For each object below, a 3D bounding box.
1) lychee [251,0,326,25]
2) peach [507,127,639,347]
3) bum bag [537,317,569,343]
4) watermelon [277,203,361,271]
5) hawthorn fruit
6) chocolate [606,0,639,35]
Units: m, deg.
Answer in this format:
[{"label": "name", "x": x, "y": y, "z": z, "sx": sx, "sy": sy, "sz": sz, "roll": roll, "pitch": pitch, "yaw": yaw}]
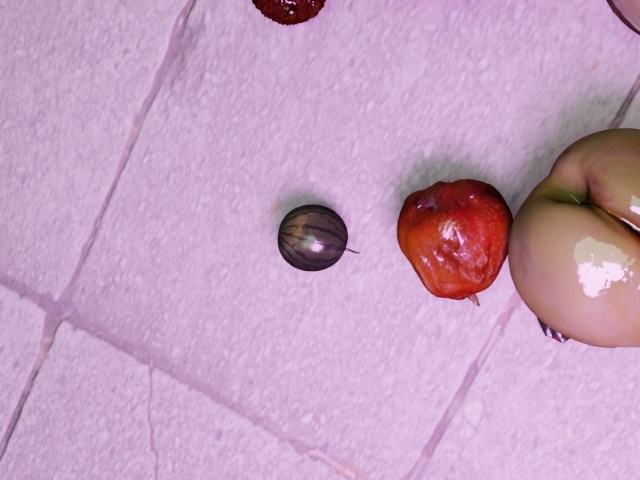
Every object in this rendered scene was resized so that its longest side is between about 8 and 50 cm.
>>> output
[{"label": "lychee", "x": -0.049, "y": -0.386, "z": 1.092, "sx": 0.123, "sy": 0.123, "sz": 0.129, "roll": -3, "pitch": 89, "yaw": 11}, {"label": "peach", "x": 0.398, "y": 0.004, "z": 0.995, "sx": 0.247, "sy": 0.292, "sz": 0.292, "roll": 16, "pitch": 104, "yaw": 51}, {"label": "bum bag", "x": 0.390, "y": 0.106, "z": 1.120, "sx": 0.124, "sy": 0.034, "sz": 0.058, "roll": -40, "pitch": 75, "yaw": 13}, {"label": "watermelon", "x": 0.000, "y": 0.000, "z": 1.145, "sx": 0.133, "sy": 0.105, "sz": 0.105, "roll": 14, "pitch": 101, "yaw": -5}, {"label": "hawthorn fruit", "x": 0.193, "y": -0.004, "z": 1.080, "sx": 0.173, "sy": 0.173, "sz": 0.179, "roll": 18, "pitch": 100, "yaw": 8}, {"label": "chocolate", "x": 0.525, "y": -0.392, "z": 0.897, "sx": 0.314, "sy": 0.297, "sz": 0.326, "roll": 35, "pitch": 102, "yaw": -1}]
